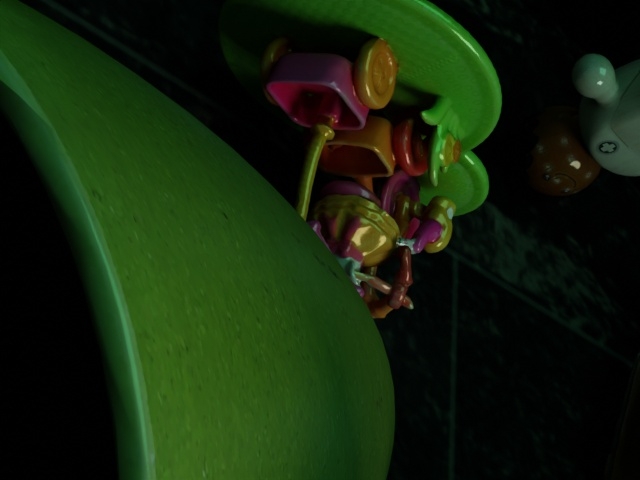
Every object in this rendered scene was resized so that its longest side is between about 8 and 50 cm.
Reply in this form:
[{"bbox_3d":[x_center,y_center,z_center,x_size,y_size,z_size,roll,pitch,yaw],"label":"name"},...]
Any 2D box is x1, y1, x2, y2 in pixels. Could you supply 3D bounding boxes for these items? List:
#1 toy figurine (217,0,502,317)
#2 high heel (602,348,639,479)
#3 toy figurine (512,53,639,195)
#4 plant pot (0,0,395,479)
[{"bbox_3d":[0.000,0.000,0.786,0.173,0.130,0.159,57,45,-48],"label":"toy figurine"},{"bbox_3d":[0.128,0.117,0.869,0.261,0.093,0.186,12,51,-45],"label":"high heel"},{"bbox_3d":[0.163,-0.132,1.004,0.213,0.148,0.210,-27,96,-54],"label":"toy figurine"},{"bbox_3d":[-0.094,0.058,0.526,0.293,0.274,0.275,3,66,-65],"label":"plant pot"}]
